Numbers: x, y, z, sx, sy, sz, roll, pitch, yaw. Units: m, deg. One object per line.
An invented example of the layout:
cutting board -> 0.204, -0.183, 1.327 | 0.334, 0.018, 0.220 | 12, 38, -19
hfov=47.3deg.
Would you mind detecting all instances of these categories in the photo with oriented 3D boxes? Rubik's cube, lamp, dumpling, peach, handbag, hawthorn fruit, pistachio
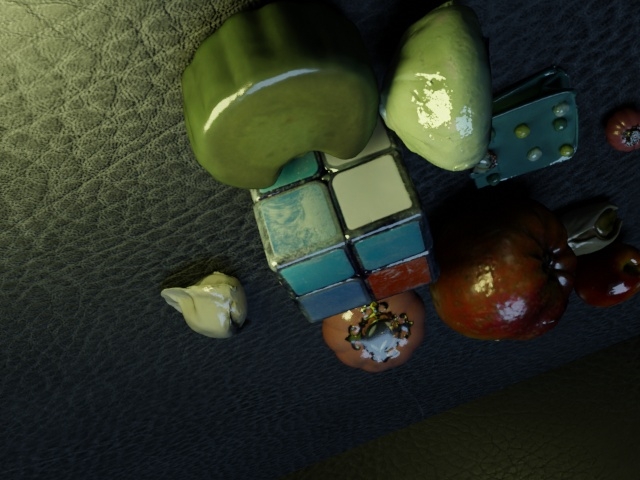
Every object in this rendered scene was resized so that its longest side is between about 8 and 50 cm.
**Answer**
Rubik's cube -> 0.041, -0.057, 1.511 | 0.318, 0.313, 0.316 | -21, 150, 5
lamp -> 0.748, -0.269, 1.778 | 0.107, 0.092, 0.107 | -2, 119, -3
dumpling -> -0.286, 0.183, 1.881 | 0.204, 0.163, 0.293 | -19, 162, -8
peach -> 0.939, 0.105, 2.397 | 0.243, 0.199, 0.243 | -38, -175, 4
lamp -> 0.150, 0.223, 2.102 | 0.305, 0.239, 0.305 | -1, 104, -4
handbag -> 0.455, -0.236, 1.662 | 0.274, 0.100, 0.269 | -24, 150, 7
hawthorn fruit -> 0.461, 0.079, 1.945 | 0.403, 0.403, 0.403 | -14, 149, -8
pistachio -> 0.773, -0.033, 2.144 | 0.238, 0.153, 0.138 | -21, 110, -1

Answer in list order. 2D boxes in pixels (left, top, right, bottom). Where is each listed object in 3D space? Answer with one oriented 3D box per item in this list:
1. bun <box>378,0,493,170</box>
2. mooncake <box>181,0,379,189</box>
bun -> 0.195, -0.269, 1.302 | 0.187, 0.293, 0.293 | -4, 149, 1
mooncake -> -0.073, -0.249, 1.267 | 0.351, 0.187, 0.351 | -13, 153, -7
